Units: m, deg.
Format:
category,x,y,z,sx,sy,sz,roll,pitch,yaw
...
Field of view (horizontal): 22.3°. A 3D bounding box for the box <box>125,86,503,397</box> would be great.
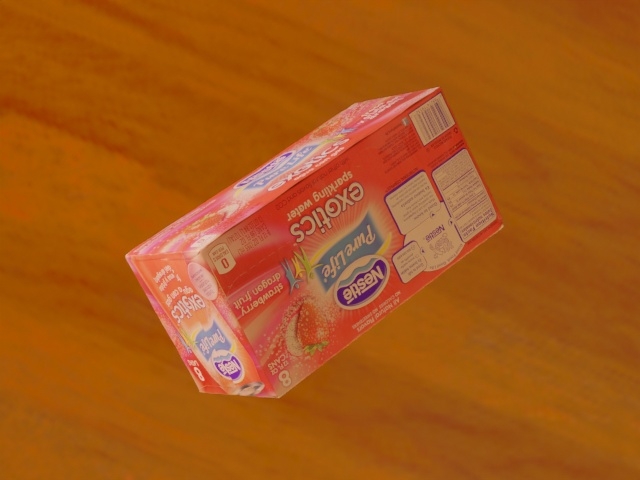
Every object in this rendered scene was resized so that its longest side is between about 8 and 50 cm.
category,x,y,z,sx,sy,sz,roll,pitch,yaw
box,0.000,0.000,1.467,0.300,0.142,0.154,-36,107,-29
